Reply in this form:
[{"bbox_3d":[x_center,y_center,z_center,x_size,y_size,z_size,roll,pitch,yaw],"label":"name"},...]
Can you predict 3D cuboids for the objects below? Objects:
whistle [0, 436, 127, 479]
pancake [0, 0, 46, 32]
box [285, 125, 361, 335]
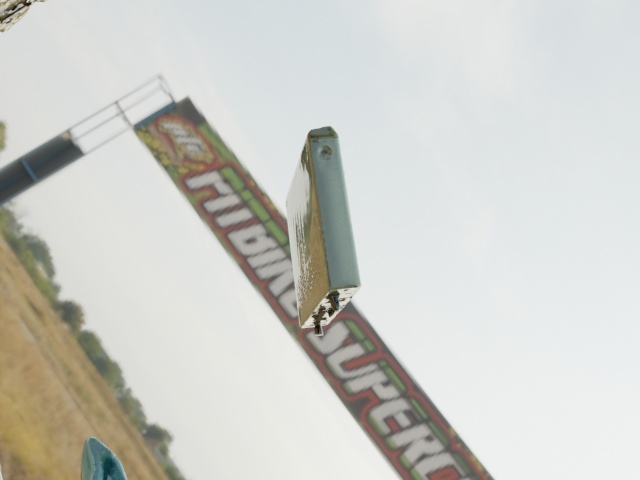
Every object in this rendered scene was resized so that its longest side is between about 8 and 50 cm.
[{"bbox_3d":[-0.159,0.129,0.351,0.274,0.186,0.093,-125,-138,-52],"label":"whistle"},{"bbox_3d":[-0.098,-0.169,0.486,0.049,0.282,0.282,65,-18,-16],"label":"pancake"},{"bbox_3d":[-0.001,0.000,1.121,0.270,0.045,0.210,116,-33,-73],"label":"box"}]
